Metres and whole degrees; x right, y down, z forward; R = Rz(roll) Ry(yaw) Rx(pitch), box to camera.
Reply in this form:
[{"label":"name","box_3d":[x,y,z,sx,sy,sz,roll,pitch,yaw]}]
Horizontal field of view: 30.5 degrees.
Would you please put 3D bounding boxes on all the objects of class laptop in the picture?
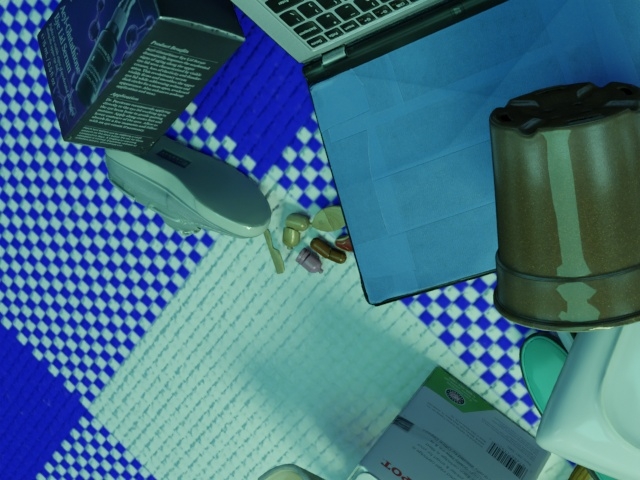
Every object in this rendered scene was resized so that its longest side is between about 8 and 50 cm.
[{"label":"laptop","box_3d":[0.086,-0.173,1.038,0.382,0.236,0.408,-19,139,34]}]

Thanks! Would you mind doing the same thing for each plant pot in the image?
[{"label":"plant pot","box_3d":[0.213,-0.035,0.961,0.167,0.167,0.165,0,113,30]}]

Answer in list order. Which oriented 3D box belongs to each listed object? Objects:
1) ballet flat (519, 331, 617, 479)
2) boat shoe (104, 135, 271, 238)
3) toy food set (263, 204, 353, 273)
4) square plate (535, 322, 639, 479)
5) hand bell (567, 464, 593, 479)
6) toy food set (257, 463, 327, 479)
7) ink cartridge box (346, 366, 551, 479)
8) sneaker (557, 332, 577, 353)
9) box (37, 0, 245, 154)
[{"label":"ballet flat","box_3d":[0.274,0.183,1.201,0.074,0.074,0.203,-45,70,36]},{"label":"boat shoe","box_3d":[-0.154,-0.052,1.347,0.227,0.079,0.081,30,133,21]},{"label":"toy food set","box_3d":[0.000,0.000,1.313,0.122,0.019,0.078,-10,107,25]},{"label":"square plate","box_3d":[0.403,0.089,1.019,0.344,0.049,0.347,22,96,19]},{"label":"hand bell","box_3d":[0.256,0.308,1.273,0.126,0.126,0.242,36,113,11]},{"label":"toy food set","box_3d":[0.064,0.382,1.259,0.092,0.220,0.306,-48,42,6]},{"label":"ink cartridge box","box_3d":[0.127,0.254,1.232,0.160,0.219,0.092,37,124,10]},{"label":"sneaker","box_3d":[0.314,0.146,1.151,0.290,0.106,0.123,54,165,17]},{"label":"box","box_3d":[-0.193,-0.213,1.230,0.207,0.108,0.153,-44,54,36]}]
